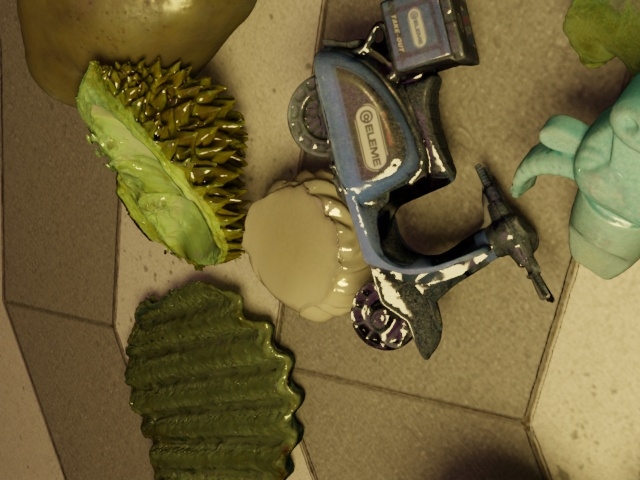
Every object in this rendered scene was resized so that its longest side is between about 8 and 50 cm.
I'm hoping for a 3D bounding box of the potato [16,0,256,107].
[{"bbox_3d":[-0.230,-0.297,1.046,0.243,0.221,0.326,39,136,-13],"label":"potato"}]

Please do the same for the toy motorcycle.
[{"bbox_3d":[0.098,-0.059,0.861,0.212,0.125,0.359,-14,92,23],"label":"toy motorcycle"}]

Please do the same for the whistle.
[{"bbox_3d":[0.258,-0.051,0.705,0.186,0.093,0.274,32,154,20],"label":"whistle"}]

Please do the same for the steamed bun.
[{"bbox_3d":[0.000,0.000,1.013,0.182,0.106,0.183,10,107,36],"label":"steamed bun"}]

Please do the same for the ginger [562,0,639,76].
[{"bbox_3d":[0.325,-0.152,0.668,0.289,0.089,0.137,19,101,33],"label":"ginger"}]

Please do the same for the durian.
[{"bbox_3d":[-0.185,-0.064,1.082,0.394,0.198,0.163,88,177,-58],"label":"durian"}]

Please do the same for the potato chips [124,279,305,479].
[{"bbox_3d":[-0.176,0.243,1.284,0.429,0.070,0.359,-20,86,45],"label":"potato chips"}]
